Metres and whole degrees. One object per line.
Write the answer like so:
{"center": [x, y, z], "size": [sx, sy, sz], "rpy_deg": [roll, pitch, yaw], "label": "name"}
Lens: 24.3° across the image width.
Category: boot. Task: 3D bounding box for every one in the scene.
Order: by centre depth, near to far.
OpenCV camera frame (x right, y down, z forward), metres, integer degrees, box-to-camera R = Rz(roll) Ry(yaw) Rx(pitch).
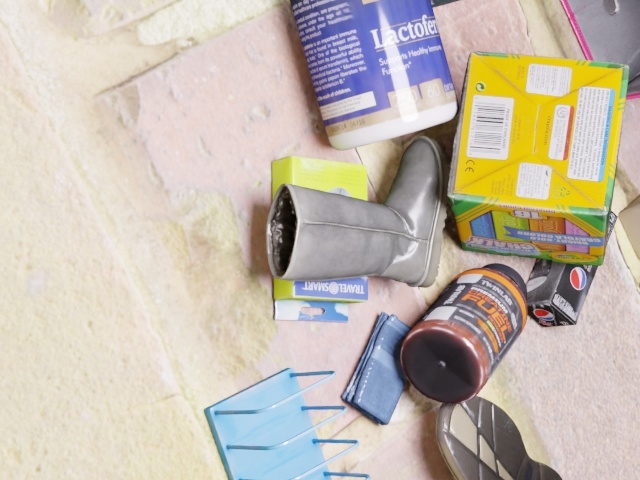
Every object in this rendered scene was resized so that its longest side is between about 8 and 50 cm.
{"center": [0.040, -0.038, 1.633], "size": [0.208, 0.076, 0.189], "rpy_deg": [9, 76, -29], "label": "boot"}

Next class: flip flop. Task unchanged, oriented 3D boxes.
{"center": [0.207, 0.277, 1.765], "size": [0.277, 0.080, 0.112], "rpy_deg": [42, 56, -42], "label": "flip flop"}

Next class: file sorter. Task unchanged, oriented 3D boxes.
{"center": [-0.023, 0.234, 1.576], "size": [0.118, 0.104, 0.170], "rpy_deg": [-23, 99, -36], "label": "file sorter"}

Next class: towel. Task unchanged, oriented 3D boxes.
{"center": [0.073, 0.147, 1.704], "size": [0.067, 0.029, 0.119], "rpy_deg": [39, 62, -29], "label": "towel"}

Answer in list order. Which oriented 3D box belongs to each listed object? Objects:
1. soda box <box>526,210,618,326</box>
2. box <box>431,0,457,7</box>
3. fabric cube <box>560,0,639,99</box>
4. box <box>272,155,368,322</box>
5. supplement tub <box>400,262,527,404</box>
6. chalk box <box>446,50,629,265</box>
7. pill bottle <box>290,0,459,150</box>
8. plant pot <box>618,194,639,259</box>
{"center": [0.313, 0.025, 1.878], "size": [0.053, 0.060, 0.169], "rpy_deg": [40, 62, -27], "label": "soda box"}
{"center": [0.209, -0.356, 1.749], "size": [0.051, 0.220, 0.175], "rpy_deg": [52, 59, -23], "label": "box"}
{"center": [0.485, -0.365, 1.936], "size": [0.258, 0.254, 0.259], "rpy_deg": [-34, 104, -36], "label": "fabric cube"}
{"center": [0.000, 0.000, 1.661], "size": [0.109, 0.042, 0.178], "rpy_deg": [5, 81, -36], "label": "box"}
{"center": [0.175, 0.099, 1.723], "size": [0.106, 0.106, 0.198], "rpy_deg": [62, 36, -13], "label": "supplement tub"}
{"center": [0.257, -0.081, 1.741], "size": [0.289, 0.179, 0.180], "rpy_deg": [56, 42, -72], "label": "chalk box"}
{"center": [0.050, -0.244, 1.660], "size": [0.153, 0.153, 0.264], "rpy_deg": [-20, 96, -37], "label": "pill bottle"}
{"center": [0.463, -0.026, 1.973], "size": [0.109, 0.096, 0.109], "rpy_deg": [-37, 105, -34], "label": "plant pot"}
